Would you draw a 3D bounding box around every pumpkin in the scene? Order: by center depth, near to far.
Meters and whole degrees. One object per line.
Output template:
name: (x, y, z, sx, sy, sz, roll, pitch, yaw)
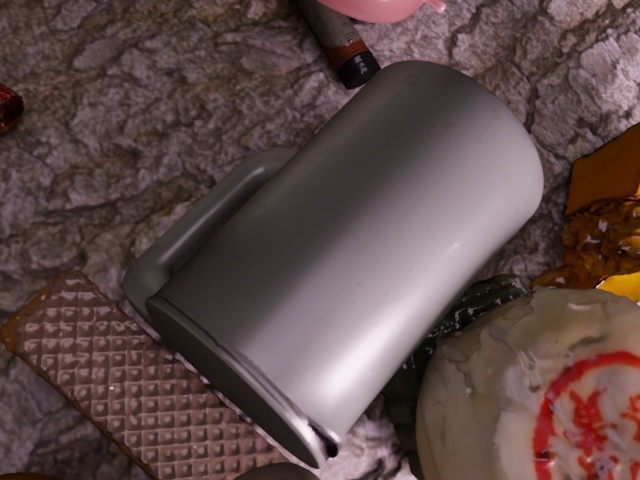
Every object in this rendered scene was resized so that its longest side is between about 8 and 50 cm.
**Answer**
pumpkin: (0.342, -0.029, 0.714, 0.281, 0.139, 0.190, -15, 83, -22)

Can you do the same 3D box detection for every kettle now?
kettle: (0.004, -0.004, 0.557, 0.265, 0.205, 0.318, 40, 70, 8)

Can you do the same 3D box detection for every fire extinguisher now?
fire extinguisher: (0.009, -0.265, 0.735, 0.062, 0.050, 0.177, -27, 84, -32)

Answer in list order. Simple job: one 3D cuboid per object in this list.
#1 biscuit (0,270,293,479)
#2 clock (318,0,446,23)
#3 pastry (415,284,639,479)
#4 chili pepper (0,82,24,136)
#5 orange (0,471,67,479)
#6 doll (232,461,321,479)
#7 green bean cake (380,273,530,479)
biscuit: (-0.120, 0.180, 0.556, 0.379, 0.054, 0.094, 42, 64, 3)
clock: (0.049, -0.358, 0.694, 0.241, 0.142, 0.227, 11, 50, -31)
pastry: (0.210, 0.164, 0.534, 0.265, 0.133, 0.264, 3, 74, -9)
chili pepper: (-0.353, -0.147, 0.592, 0.123, 0.073, 0.070, 40, 26, -4)
orange: (-0.227, 0.282, 0.424, 0.236, 0.236, 0.236, 4, 74, -14)
doll: (0.033, 0.360, 0.418, 0.370, 0.215, 0.226, 54, 54, -19)
green bean cake: (0.157, 0.145, 0.643, 0.185, 0.094, 0.183, -20, 82, -15)
